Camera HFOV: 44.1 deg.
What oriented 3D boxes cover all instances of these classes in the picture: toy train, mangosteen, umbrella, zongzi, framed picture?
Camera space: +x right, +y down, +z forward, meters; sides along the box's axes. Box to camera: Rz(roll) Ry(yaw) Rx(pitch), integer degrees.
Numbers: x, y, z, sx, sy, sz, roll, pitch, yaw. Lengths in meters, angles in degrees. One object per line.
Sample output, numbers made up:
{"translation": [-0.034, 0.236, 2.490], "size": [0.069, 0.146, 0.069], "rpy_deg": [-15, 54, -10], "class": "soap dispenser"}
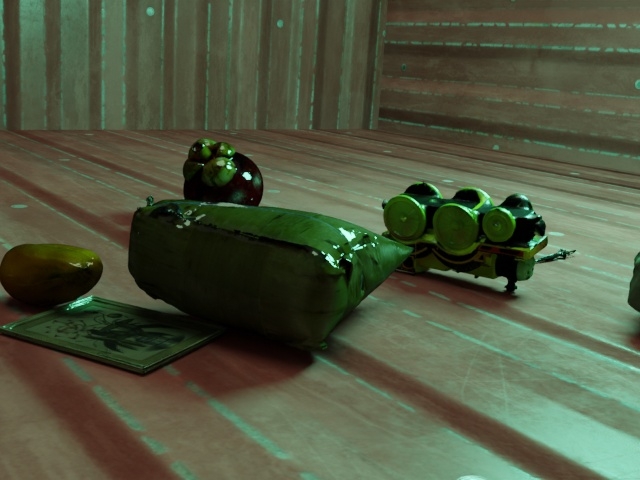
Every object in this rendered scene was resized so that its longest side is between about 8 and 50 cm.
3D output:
{"translation": [0.237, -0.006, 1.338], "size": [0.296, 0.161, 0.100], "rpy_deg": [10, 23, 35], "class": "toy train"}
{"translation": [-0.212, -0.128, 1.650], "size": [0.199, 0.200, 0.200], "rpy_deg": [4, 13, -1], "class": "mangosteen"}
{"translation": [0.459, 0.029, 1.544], "size": [0.148, 0.022, 0.022], "rpy_deg": [-9, -24, -43], "class": "umbrella"}
{"translation": [-0.059, 0.012, 1.115], "size": [0.322, 0.160, 0.360], "rpy_deg": [19, 21, 22], "class": "zongzi"}
{"translation": [-0.260, 0.113, 0.996], "size": [0.231, 0.010, 0.173], "rpy_deg": [10, 14, 24], "class": "framed picture"}

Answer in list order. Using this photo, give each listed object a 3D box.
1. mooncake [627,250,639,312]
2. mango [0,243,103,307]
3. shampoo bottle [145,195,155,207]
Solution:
{"translation": [0.583, 0.072, 1.137], "size": [0.250, 0.136, 0.254], "rpy_deg": [16, 13, 36], "class": "mooncake"}
{"translation": [-0.362, 0.049, 1.082], "size": [0.159, 0.084, 0.105], "rpy_deg": [9, 14, 25], "class": "mango"}
{"translation": [-0.308, -0.039, 1.523], "size": [0.057, 0.064, 0.207], "rpy_deg": [10, 9, -25], "class": "shampoo bottle"}
